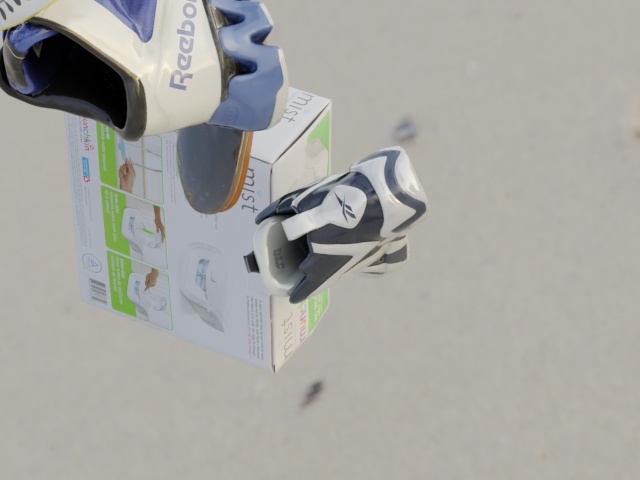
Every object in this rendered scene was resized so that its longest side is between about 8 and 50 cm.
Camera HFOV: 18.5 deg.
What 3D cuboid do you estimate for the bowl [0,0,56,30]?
[{"bbox_3d":[-0.192,-0.222,1.271,0.170,0.080,0.170,-30,34,23],"label":"bowl"}]

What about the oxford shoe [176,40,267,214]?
[{"bbox_3d":[-0.071,-0.113,1.672,0.076,0.076,0.212,-13,60,34],"label":"oxford shoe"}]

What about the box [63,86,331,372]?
[{"bbox_3d":[-0.116,-0.033,1.902,0.231,0.262,0.127,18,42,21],"label":"box"}]

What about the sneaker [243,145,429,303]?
[{"bbox_3d":[0.000,0.000,1.719,0.153,0.094,0.235,-21,-5,-12],"label":"sneaker"}]

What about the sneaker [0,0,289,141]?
[{"bbox_3d":[-0.168,-0.200,1.436,0.182,0.315,0.127,-20,-17,-30],"label":"sneaker"}]
